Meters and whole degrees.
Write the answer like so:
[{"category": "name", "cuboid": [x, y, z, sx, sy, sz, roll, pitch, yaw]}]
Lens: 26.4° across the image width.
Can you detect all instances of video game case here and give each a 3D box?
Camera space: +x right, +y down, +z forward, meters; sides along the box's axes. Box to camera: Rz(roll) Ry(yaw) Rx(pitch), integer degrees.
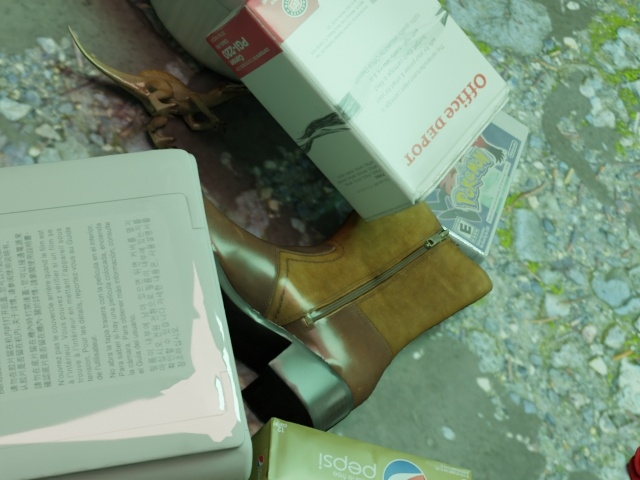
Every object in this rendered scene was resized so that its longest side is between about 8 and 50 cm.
[{"category": "video game case", "cuboid": [0.110, -0.094, 1.358, 0.183, 0.023, 0.201, 32, 48, -8]}]

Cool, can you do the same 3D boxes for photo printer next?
[{"category": "photo printer", "cuboid": [-0.219, 0.071, 0.942, 0.307, 0.107, 0.256, -8, 64, -13]}]

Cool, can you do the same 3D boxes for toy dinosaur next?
[{"category": "toy dinosaur", "cuboid": [-0.146, -0.129, 1.222, 0.183, 0.053, 0.092, 12, 37, -32]}]

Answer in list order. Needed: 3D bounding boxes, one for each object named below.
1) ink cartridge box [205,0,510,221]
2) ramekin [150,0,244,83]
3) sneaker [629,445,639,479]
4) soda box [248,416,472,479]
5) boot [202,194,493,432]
[{"category": "ink cartridge box", "cuboid": [0.036, -0.149, 1.161, 0.218, 0.092, 0.158, 48, 61, -10]}, {"category": "ramekin", "cuboid": [-0.048, -0.267, 1.315, 0.273, 0.127, 0.273, 16, 52, -22]}, {"category": "sneaker", "cuboid": [0.358, 0.174, 1.278, 0.128, 0.087, 0.221, 19, 50, -20]}, {"category": "soda box", "cuboid": [0.028, 0.197, 1.077, 0.181, 0.061, 0.058, 17, 52, -20]}, {"category": "boot", "cuboid": [0.000, 0.000, 1.172, 0.264, 0.096, 0.280, 47, 49, 6]}]
